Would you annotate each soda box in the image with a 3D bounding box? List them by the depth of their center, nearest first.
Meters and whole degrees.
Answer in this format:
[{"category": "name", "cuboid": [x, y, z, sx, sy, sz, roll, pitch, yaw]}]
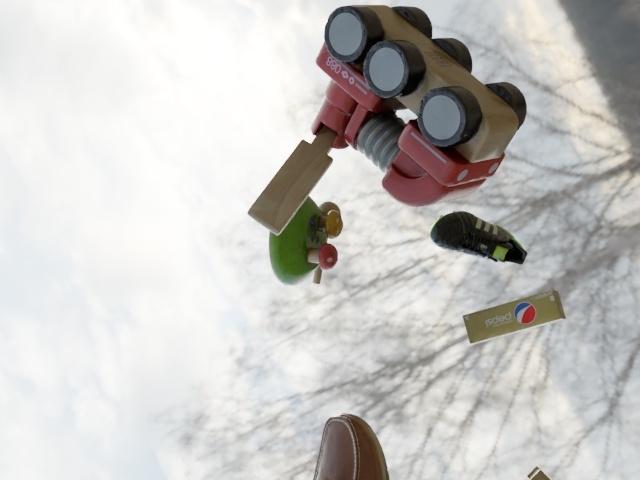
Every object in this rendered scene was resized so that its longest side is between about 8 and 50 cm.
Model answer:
[{"category": "soda box", "cuboid": [0.364, 0.145, 2.006, 0.061, 0.181, 0.058, 13, -120, -68]}]

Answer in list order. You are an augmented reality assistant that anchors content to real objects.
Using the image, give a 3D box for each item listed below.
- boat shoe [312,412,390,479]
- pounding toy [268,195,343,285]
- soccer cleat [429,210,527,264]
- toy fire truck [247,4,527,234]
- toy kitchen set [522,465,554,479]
[{"category": "boat shoe", "cuboid": [0.025, 0.418, 1.577, 0.116, 0.123, 0.324, 12, -107, -43]}, {"category": "pounding toy", "cuboid": [0.000, 0.000, 2.016, 0.237, 0.110, 0.182, 10, -95, -67]}, {"category": "soccer cleat", "cuboid": [0.230, -0.001, 1.529, 0.179, 0.060, 0.072, 10, -159, -43]}, {"category": "toy fire truck", "cuboid": [0.054, -0.097, 1.114, 0.217, 0.246, 0.158, 45, -145, 24]}, {"category": "toy kitchen set", "cuboid": [0.416, 0.482, 2.028, 0.083, 0.075, 0.068, 44, 178, -3]}]
